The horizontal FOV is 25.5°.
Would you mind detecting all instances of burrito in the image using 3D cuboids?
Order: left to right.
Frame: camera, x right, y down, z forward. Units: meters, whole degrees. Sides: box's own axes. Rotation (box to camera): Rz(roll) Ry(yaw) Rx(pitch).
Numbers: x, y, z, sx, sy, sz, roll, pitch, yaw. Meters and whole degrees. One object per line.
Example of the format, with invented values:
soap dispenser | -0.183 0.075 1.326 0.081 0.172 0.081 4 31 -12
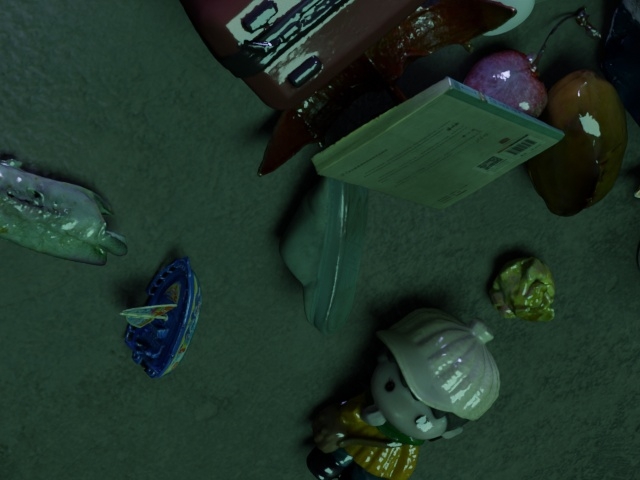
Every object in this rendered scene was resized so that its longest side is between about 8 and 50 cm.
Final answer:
burrito | -0.352 -0.039 1.629 0.309 0.066 0.096 21 118 -38

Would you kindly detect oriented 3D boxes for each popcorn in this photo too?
popcorn | 0.299 0.070 2.064 0.097 0.089 0.109 -26 131 -23

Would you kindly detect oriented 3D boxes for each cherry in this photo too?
cherry | 0.273 -0.211 1.809 0.225 0.107 0.090 -31 154 -7

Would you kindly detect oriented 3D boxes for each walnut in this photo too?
walnut | 0.345 -0.126 1.900 0.137 0.137 0.245 -19 133 -15

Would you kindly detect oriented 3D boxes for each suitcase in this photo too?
suitcase | -0.004 -0.297 1.502 0.297 0.236 0.161 -40 123 5

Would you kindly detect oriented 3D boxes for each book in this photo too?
book | 0.152 -0.112 1.757 0.215 0.025 0.282 -30 154 28

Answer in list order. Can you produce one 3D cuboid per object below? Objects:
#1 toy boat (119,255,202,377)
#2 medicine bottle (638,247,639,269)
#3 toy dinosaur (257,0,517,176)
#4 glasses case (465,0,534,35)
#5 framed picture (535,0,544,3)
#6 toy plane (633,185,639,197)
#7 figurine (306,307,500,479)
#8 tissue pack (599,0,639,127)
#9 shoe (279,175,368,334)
toy boat | -0.209 0.095 1.795 0.110 0.091 0.175 2 121 -50
medicine bottle | 0.627 0.080 2.083 0.190 0.332 0.190 -12 126 -17
toy dinosaur | 0.066 -0.187 1.701 0.327 0.113 0.206 -14 132 -9
glasses case | 0.195 -0.343 1.689 0.092 0.059 0.233 -26 135 -1
framed picture | 0.318 -0.414 1.732 0.184 0.016 0.250 -20 132 -13
toy plane | 0.553 -0.122 2.025 0.244 0.117 0.245 -14 130 -17
figurine | 0.123 0.236 2.057 0.204 0.185 0.332 -35 165 -46
tissue pack | 0.570 -0.178 1.766 0.264 0.416 0.253 -23 151 -13
shoe | 0.000 0.000 1.844 0.103 0.100 0.251 -39 137 -60
